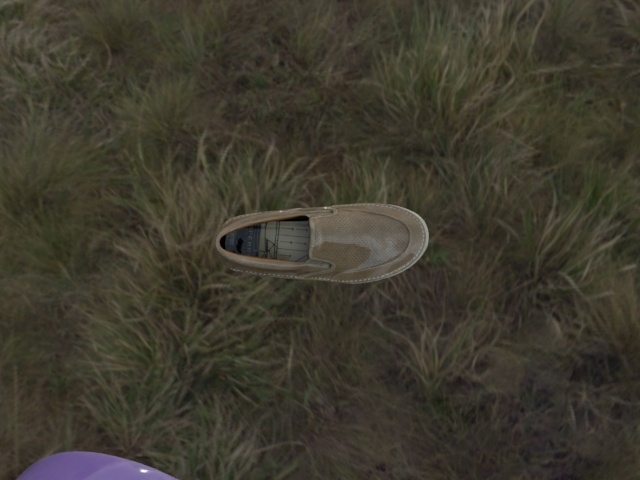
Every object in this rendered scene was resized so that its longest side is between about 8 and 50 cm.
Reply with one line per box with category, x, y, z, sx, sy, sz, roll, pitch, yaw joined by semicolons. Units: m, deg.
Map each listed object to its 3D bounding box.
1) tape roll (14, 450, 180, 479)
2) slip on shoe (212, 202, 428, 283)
tape roll;-0.088;0.192;0.316;0.189;0.189;0.080;14;34;18
slip on shoe;0.000;0.000;0.446;0.135;0.041;0.051;2;85;5
